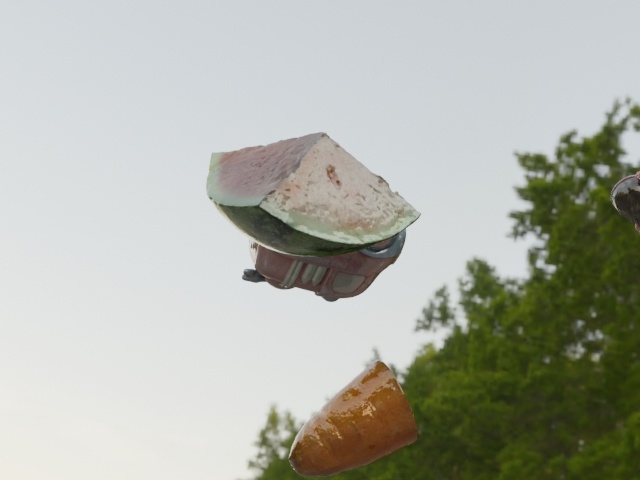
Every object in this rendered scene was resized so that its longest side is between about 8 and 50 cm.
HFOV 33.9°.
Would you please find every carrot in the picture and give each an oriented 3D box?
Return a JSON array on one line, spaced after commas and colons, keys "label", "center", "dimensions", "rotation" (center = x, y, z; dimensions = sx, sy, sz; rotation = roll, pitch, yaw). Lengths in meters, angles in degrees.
[{"label": "carrot", "center": [0.044, 0.330, 1.840], "dimensions": [0.225, 0.159, 0.159], "rotation": [-28, -24, -8]}]

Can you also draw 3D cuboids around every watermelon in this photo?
[{"label": "watermelon", "center": [-0.038, -0.059, 1.475], "dimensions": [0.260, 0.176, 0.256], "rotation": [-12, -16, 40]}]

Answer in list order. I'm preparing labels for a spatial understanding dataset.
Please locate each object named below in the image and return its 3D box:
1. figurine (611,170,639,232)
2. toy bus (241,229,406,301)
[{"label": "figurine", "center": [0.456, -0.046, 1.459], "dimensions": [0.072, 0.054, 0.129], "rotation": [-28, -47, 28]}, {"label": "toy bus", "center": [0.000, 0.000, 1.971], "dimensions": [0.294, 0.197, 0.231], "rotation": [13, -66, -21]}]
